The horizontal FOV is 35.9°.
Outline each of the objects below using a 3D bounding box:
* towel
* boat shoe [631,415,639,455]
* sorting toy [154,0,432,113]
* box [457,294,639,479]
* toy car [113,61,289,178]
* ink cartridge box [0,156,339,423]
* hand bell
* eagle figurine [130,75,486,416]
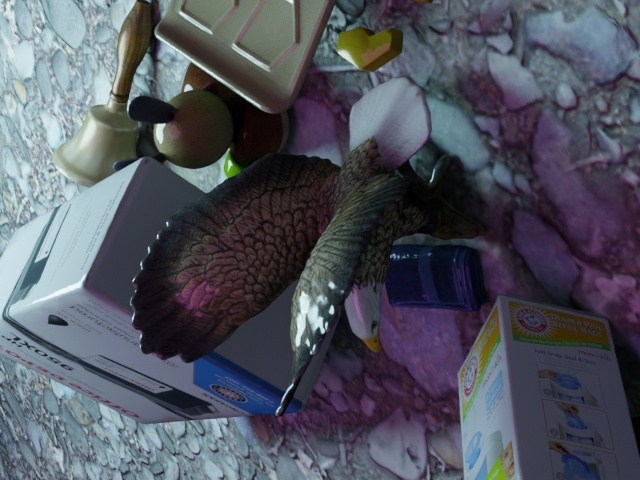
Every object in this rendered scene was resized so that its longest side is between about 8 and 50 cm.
[{"bbox_3d":[0.110,0.037,0.989,0.119,0.029,0.067,1,107,50],"label":"towel"},{"bbox_3d":[0.265,0.295,0.881,0.110,0.121,0.341,18,124,3],"label":"boat shoe"},{"bbox_3d":[-0.024,-0.243,0.956,0.307,0.041,0.229,37,110,33],"label":"sorting toy"},{"bbox_3d":[0.183,0.159,0.816,0.203,0.103,0.114,-85,10,-48],"label":"box"},{"bbox_3d":[-0.141,-0.133,1.074,0.149,0.188,0.155,46,137,25],"label":"toy car"},{"bbox_3d":[-0.208,0.084,1.174,0.285,0.166,0.395,34,152,-25],"label":"ink cartridge box"},{"bbox_3d":[-0.257,-0.196,1.279,0.126,0.126,0.242,40,121,31],"label":"hand bell"},{"bbox_3d":[0.005,0.010,0.882,0.225,0.298,0.226,57,141,15],"label":"eagle figurine"}]
